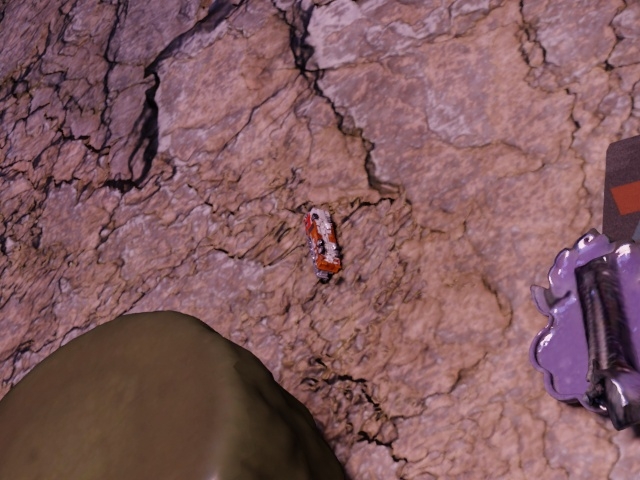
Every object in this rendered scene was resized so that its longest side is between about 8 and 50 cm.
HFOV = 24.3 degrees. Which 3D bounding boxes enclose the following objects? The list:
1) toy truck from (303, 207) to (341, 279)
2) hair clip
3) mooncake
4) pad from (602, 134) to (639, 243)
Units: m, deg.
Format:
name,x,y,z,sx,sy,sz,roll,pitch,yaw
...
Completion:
name,x,y,z,sx,sy,sz,roll,pitch,yaw
toy truck,0.000,0.000,1.422,0.032,0.024,0.083,-57,32,39
hair clip,0.213,0.065,1.150,0.124,0.052,0.195,-24,40,19
mooncake,-0.151,0.244,1.220,0.356,0.194,0.356,-27,39,25
pad,0.286,-0.011,1.184,0.143,0.003,0.211,-16,49,33
